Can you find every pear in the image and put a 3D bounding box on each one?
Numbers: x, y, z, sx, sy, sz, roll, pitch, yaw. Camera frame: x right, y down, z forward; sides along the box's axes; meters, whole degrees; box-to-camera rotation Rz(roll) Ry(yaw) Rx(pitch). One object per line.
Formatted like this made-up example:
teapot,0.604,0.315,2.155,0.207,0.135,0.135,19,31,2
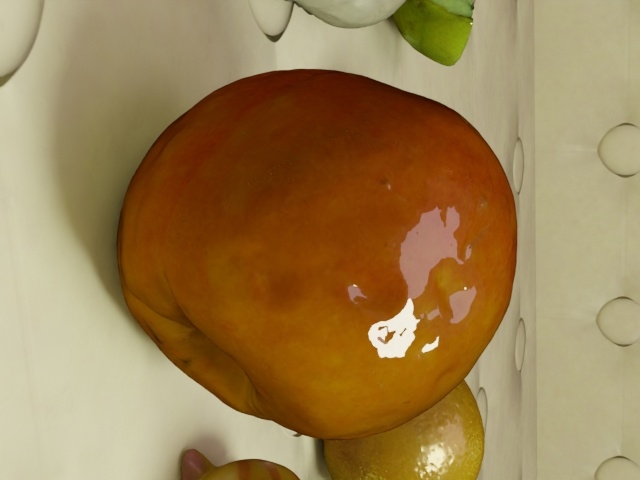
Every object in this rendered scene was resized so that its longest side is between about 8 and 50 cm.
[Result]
pear,0.167,-0.399,1.537,0.239,0.139,0.288,76,19,-70

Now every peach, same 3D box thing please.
peach,0.000,0.000,0.870,0.302,0.342,0.343,-52,144,-22

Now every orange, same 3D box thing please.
orange,0.111,0.263,1.331,0.236,0.236,0.236,2,90,-68

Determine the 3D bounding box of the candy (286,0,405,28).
candy,0.040,-0.447,1.148,0.427,0.186,0.386,-15,110,-63

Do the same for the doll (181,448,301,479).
doll,-0.028,0.315,0.951,0.162,0.269,0.167,-58,142,-16
